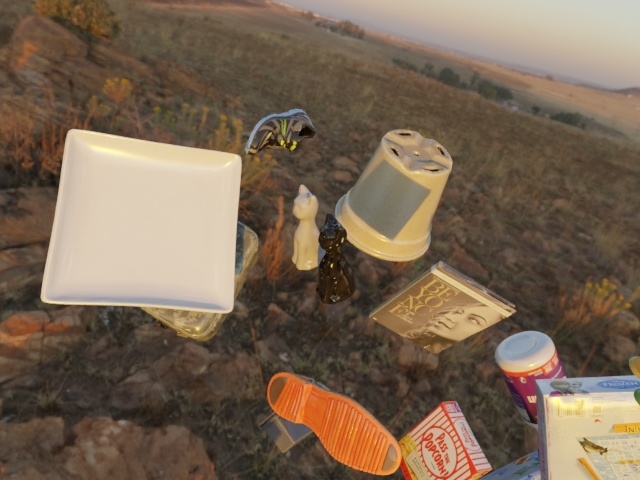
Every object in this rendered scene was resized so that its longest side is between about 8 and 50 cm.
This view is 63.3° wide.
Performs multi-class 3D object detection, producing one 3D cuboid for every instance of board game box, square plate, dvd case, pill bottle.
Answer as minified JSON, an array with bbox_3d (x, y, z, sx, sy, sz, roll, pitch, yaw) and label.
[{"bbox_3d":[0.531,0.380,0.852,0.318,0.318,0.066,-4,9,10],"label":"board game box"},{"bbox_3d":[-0.340,-0.033,1.040,0.346,0.345,0.049,6,-17,-19],"label":"square plate"},{"bbox_3d":[0.215,0.132,0.951,0.164,0.221,0.018,30,49,-12],"label":"dvd case"},{"bbox_3d":[0.689,0.460,1.638,0.181,0.323,0.181,-26,13,7],"label":"pill bottle"},{"bbox_3d":[0.245,0.449,1.077,0.045,0.194,0.147,8,40,-33],"label":"board game box"}]

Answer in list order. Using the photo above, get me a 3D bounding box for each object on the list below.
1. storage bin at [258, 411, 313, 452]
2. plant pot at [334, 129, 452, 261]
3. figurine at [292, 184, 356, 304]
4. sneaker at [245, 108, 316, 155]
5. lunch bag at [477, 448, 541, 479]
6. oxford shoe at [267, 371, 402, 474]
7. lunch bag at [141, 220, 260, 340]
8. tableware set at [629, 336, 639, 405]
[{"bbox_3d":[-0.072,0.469,1.326,0.091,0.098,0.135,52,27,18],"label":"storage bin"},{"bbox_3d":[0.244,-0.159,1.616,0.333,0.306,0.334,11,42,-10],"label":"plant pot"},{"bbox_3d":[0.000,0.000,1.183,0.092,0.210,0.215,-20,43,-20],"label":"figurine"},{"bbox_3d":[-0.079,-0.219,1.081,0.078,0.067,0.188,48,48,12],"label":"sneaker"},{"bbox_3d":[0.508,0.754,1.235,0.386,0.327,0.239,60,10,14],"label":"lunch bag"},{"bbox_3d":[0.047,0.397,1.183,0.363,0.130,0.132,24,5,38],"label":"oxford shoe"},{"bbox_3d":[-0.295,0.095,1.300,0.212,0.305,0.256,26,-14,3],"label":"lunch bag"},{"bbox_3d":[0.475,0.188,0.722,0.103,0.024,0.154,22,41,7],"label":"tableware set"}]
